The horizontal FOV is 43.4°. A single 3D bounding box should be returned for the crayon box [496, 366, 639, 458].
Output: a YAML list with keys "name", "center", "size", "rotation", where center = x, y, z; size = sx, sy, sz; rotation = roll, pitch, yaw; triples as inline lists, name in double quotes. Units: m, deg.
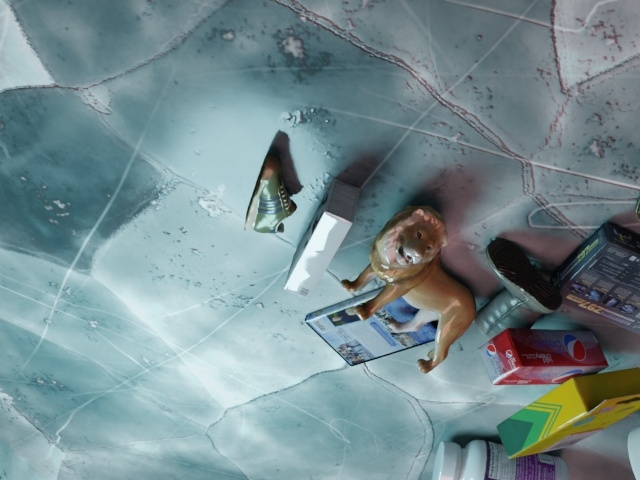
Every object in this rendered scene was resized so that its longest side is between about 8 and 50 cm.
- name: "crayon box"
  center: [0.544, 0.353, 1.679]
  size: [0.202, 0.081, 0.318]
  rotation: [-1, 149, -30]

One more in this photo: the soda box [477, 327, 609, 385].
- name: "soda box"
  center: [0.441, 0.230, 1.580]
  size: [0.263, 0.083, 0.092]
  rotation: [5, 145, -34]

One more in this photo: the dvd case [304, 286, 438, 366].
- name: "dvd case"
  center: [0.116, 0.187, 1.743]
  size: [0.253, 0.022, 0.180]
  rotation: [-23, 125, 31]

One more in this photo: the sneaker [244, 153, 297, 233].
- name: "sneaker"
  center: [-0.083, -0.082, 1.507]
  size: [0.086, 0.064, 0.192]
  rotation: [14, 136, -10]

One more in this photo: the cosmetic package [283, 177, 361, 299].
- name: "cosmetic package"
  center: [0.000, 0.000, 1.537]
  size: [0.060, 0.099, 0.239]
  rotation: [23, 134, -5]

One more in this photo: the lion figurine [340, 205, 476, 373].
- name: "lion figurine"
  center: [0.205, 0.095, 1.566]
  size: [0.240, 0.142, 0.392]
  rotation: [-38, 133, 13]

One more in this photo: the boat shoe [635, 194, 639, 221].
- name: "boat shoe"
  center: [0.643, -0.088, 1.281]
  size: [0.111, 0.104, 0.307]
  rotation: [35, 132, -20]

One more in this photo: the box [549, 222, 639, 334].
- name: "box"
  center: [0.575, 0.079, 1.495]
  size: [0.233, 0.059, 0.183]
  rotation: [21, 135, -8]

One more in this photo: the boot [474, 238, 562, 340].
- name: "boot"
  center: [0.357, 0.109, 1.574]
  size: [0.189, 0.076, 0.208]
  rotation: [50, 156, 8]

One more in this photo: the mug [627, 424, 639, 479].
- name: "mug"
  center: [0.846, 0.472, 1.593]
  size: [0.276, 0.374, 0.328]
  rotation: [33, 126, -25]

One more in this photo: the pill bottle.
- name: "pill bottle"
  center: [0.430, 0.578, 1.944]
  size: [0.302, 0.169, 0.169]
  rotation: [11, 135, 3]
